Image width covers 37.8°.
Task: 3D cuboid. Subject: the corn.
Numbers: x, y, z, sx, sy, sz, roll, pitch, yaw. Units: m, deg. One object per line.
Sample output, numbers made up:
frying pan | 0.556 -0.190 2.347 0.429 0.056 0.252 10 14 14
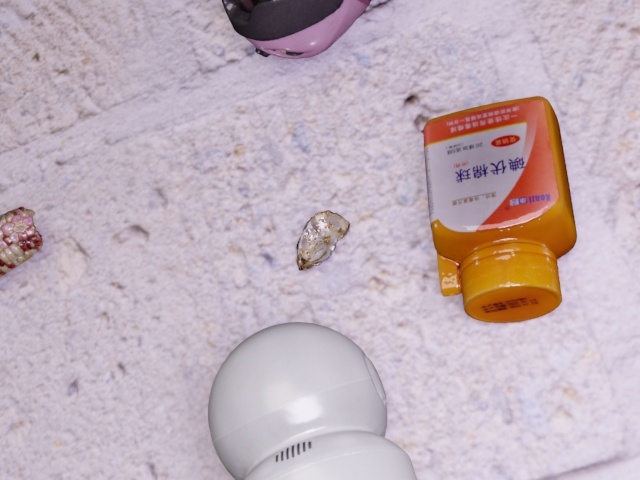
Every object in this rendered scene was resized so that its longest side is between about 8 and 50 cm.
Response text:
corn | -0.507 0.042 1.289 0.280 0.092 0.092 -28 58 2

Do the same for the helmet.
helmet | -0.005 -0.340 1.229 0.253 0.154 0.198 -39 40 -16

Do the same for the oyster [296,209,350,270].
oyster | -0.002 0.003 1.136 0.054 0.019 0.083 29 77 29

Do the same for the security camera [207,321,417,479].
security camera | -0.020 0.194 0.954 0.194 0.194 0.236 -28 56 8

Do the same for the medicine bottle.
medicine bottle | 0.197 -0.032 1.015 0.149 0.112 0.222 -11 62 17
